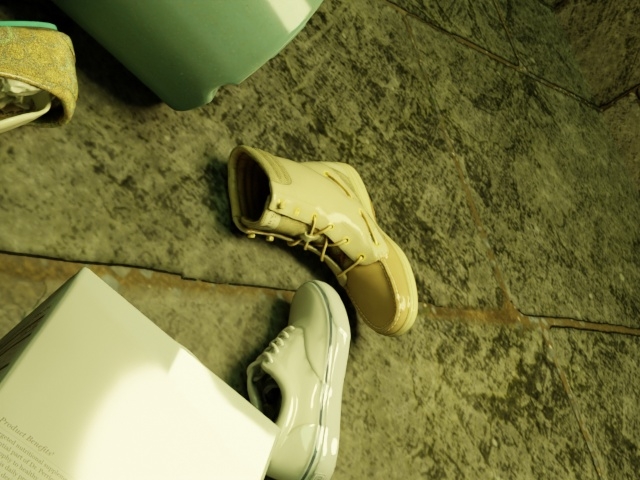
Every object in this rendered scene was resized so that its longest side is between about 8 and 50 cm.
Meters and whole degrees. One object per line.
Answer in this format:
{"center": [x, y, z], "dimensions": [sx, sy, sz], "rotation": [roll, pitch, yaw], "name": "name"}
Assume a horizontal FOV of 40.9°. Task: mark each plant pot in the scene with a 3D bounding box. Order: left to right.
{"center": [-0.181, -0.346, 0.941], "dimensions": [0.334, 0.341, 0.341], "rotation": [47, 36, -27], "name": "plant pot"}

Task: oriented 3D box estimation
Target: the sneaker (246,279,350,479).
{"center": [-0.028, 0.137, 0.920], "dimensions": [0.091, 0.094, 0.258], "rotation": [25, 40, -22], "name": "sneaker"}

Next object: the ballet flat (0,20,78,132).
{"center": [-0.357, -0.139, 0.739], "dimensions": [0.348, 0.123, 0.123], "rotation": [-10, 71, -52], "name": "ballet flat"}

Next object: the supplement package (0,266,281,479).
{"center": [-0.193, 0.202, 0.582], "dimensions": [0.199, 0.198, 0.263], "rotation": [43, 38, -17], "name": "supplement package"}

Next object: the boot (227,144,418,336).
{"center": [0.000, 0.000, 1.049], "dimensions": [0.203, 0.095, 0.262], "rotation": [8, 51, -48], "name": "boot"}
